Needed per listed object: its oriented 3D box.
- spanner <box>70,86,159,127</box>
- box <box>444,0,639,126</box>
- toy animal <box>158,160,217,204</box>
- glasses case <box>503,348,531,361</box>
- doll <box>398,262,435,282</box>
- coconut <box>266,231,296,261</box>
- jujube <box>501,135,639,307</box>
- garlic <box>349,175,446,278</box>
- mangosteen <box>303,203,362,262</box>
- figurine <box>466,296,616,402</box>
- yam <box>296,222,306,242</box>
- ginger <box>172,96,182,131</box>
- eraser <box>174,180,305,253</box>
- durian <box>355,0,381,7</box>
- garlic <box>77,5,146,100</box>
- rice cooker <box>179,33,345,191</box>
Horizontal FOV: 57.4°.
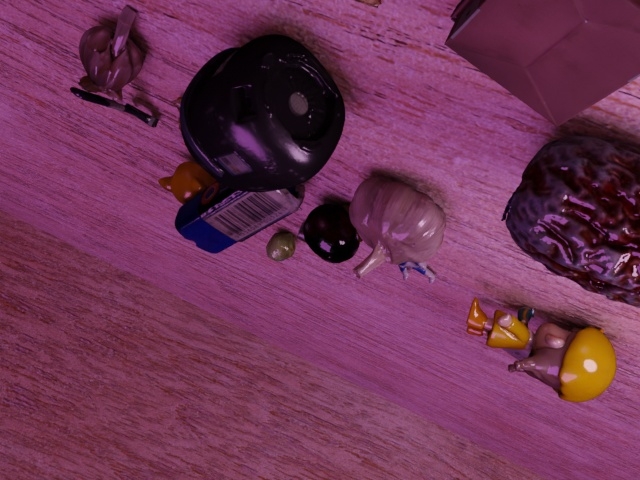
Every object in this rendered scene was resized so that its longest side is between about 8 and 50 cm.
[{"bbox_3d":[-0.462,-0.304,1.313,0.087,0.024,0.316,35,-171,8],"label":"spanner"},{"bbox_3d":[0.295,-0.263,0.710,0.215,0.086,0.215,32,156,-11],"label":"box"},{"bbox_3d":[-0.321,-0.114,1.587,0.156,0.156,0.230,13,156,29],"label":"toy animal"},{"bbox_3d":[0.569,0.308,1.598,0.193,0.049,0.074,33,156,-8],"label":"glasses case"},{"bbox_3d":[0.198,0.038,1.448,0.114,0.057,0.227,12,154,40],"label":"doll"},{"bbox_3d":[-0.112,0.017,1.694,0.088,0.096,0.088,35,-166,-11],"label":"coconut"},{"bbox_3d":[0.439,-0.028,0.870,0.317,0.226,0.226,20,155,11],"label":"jujube"},{"bbox_3d":[0.142,-0.007,1.228,0.218,0.212,0.218,28,161,10],"label":"garlic"},{"bbox_3d":[0.037,-0.023,1.407,0.152,0.152,0.152,23,155,11],"label":"mangosteen"},{"bbox_3d":[0.517,0.250,1.391,0.343,0.187,0.215,22,179,23],"label":"figurine"},{"bbox_3d":[0.000,0.000,1.578,0.132,0.054,0.054,28,156,0],"label":"yam"},{"bbox_3d":[-0.307,-0.282,1.358,0.057,0.044,0.137,42,157,13],"label":"ginger"},{"bbox_3d":[-0.198,-0.082,1.431,0.332,0.102,0.155,-26,131,35],"label":"eraser"},{"bbox_3d":[0.034,-0.359,0.820,0.130,0.066,0.052,33,157,11],"label":"durian"},{"bbox_3d":[-0.422,-0.395,1.189,0.131,0.127,0.194,16,133,-19],"label":"garlic"},{"bbox_3d":[-0.099,-0.217,1.022,0.267,0.267,0.224,42,151,-29],"label":"rice cooker"}]
